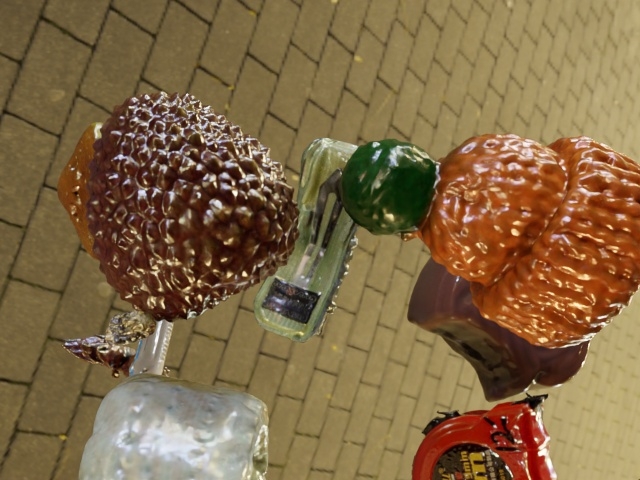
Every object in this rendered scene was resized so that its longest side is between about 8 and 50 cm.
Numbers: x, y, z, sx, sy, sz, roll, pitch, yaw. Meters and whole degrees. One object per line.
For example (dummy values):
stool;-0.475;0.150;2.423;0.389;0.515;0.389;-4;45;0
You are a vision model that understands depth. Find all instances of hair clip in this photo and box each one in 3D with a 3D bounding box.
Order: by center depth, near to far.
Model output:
hair clip;0.000;0.001;1.280;0.321;0.138;0.091;-70;160;0

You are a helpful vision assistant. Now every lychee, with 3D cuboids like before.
lychee;-0.158;-0.048;0.926;0.271;0.271;0.271;-16;111;-47

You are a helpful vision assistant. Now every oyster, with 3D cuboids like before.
oyster;-0.295;0.135;1.227;0.083;0.019;0.054;-22;101;1

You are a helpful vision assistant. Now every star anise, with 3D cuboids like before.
star anise;-0.491;0.291;1.936;0.288;0.288;0.088;37;71;-48

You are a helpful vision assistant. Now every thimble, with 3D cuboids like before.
thimble;-0.169;0.309;0.975;0.291;0.195;0.292;9;90;-84

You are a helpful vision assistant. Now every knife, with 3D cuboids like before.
knife;-0.295;0.149;1.442;0.043;0.089;0.365;53;22;-34

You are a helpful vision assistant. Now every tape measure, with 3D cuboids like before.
tape measure;0.282;0.397;1.350;0.114;0.260;0.253;6;71;-60

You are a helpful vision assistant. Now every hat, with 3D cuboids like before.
hat;0.240;-0.053;1.086;0.285;0.400;0.285;-58;178;-3

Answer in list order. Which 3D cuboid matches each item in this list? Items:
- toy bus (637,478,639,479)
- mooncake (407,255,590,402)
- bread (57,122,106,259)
toy bus;0.467;0.331;0.985;0.317;0.112;0.138;-32;134;10
mooncake;0.329;0.126;1.461;0.333;0.174;0.326;-12;80;-30
bread;-0.399;-0.091;1.484;0.110;0.234;0.184;-15;69;-39
